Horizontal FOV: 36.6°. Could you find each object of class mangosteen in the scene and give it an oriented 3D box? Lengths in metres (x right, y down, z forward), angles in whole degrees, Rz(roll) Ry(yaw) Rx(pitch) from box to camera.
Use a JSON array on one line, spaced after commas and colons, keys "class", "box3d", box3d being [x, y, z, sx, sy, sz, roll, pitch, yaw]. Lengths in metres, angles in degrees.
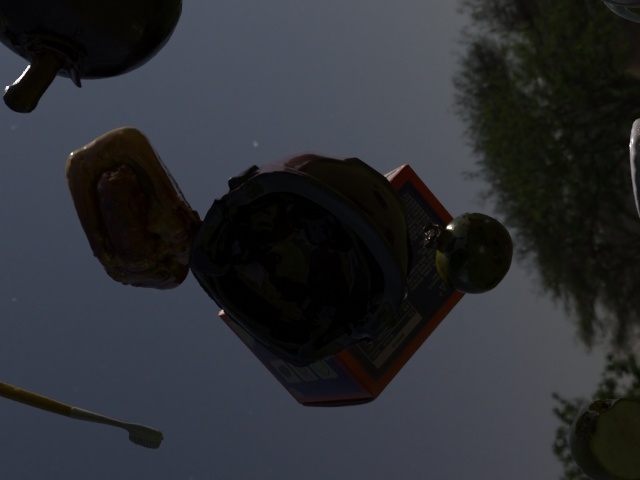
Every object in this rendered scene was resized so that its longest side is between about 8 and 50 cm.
[{"class": "mangosteen", "box3d": [-0.276, -0.252, 1.052, 0.235, 0.236, 0.261, 43, -125, -53]}]

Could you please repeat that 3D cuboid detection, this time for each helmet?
[{"class": "helmet", "box3d": [0.000, 0.000, 1.253, 0.271, 0.338, 0.197, 43, -135, -3]}]

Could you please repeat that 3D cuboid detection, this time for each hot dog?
[{"class": "hot dog", "box3d": [-0.236, -0.022, 1.319, 0.256, 0.150, 0.153, 64, 180, -49]}]

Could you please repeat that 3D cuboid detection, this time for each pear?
[{"class": "pear", "box3d": [0.448, 0.310, 1.494, 0.104, 0.141, 0.141, 149, 107, -73]}]

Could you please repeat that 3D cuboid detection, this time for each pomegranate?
[{"class": "pomegranate", "box3d": [0.223, 0.015, 1.428, 0.130, 0.130, 0.130, 49, -148, -46]}]

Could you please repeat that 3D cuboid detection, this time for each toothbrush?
[{"class": "toothbrush", "box3d": [-0.337, 0.214, 1.237, 0.021, 0.288, 0.024, -61, -15, -58]}]

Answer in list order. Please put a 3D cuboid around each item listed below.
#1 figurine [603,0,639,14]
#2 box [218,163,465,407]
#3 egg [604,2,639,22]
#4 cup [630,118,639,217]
[{"class": "figurine", "box3d": [0.404, -0.428, 1.027, 0.377, 0.266, 0.361, -103, 34, -76]}, {"class": "box", "box3d": [0.061, 0.093, 1.744, 0.257, 0.319, 0.348, 48, -117, -8]}, {"class": "egg", "box3d": [0.544, -0.432, 1.624, 0.172, 0.132, 0.132, 45, -171, 27]}, {"class": "cup", "box3d": [0.531, -0.078, 1.293, 0.167, 0.202, 0.221, -54, -47, -54]}]
